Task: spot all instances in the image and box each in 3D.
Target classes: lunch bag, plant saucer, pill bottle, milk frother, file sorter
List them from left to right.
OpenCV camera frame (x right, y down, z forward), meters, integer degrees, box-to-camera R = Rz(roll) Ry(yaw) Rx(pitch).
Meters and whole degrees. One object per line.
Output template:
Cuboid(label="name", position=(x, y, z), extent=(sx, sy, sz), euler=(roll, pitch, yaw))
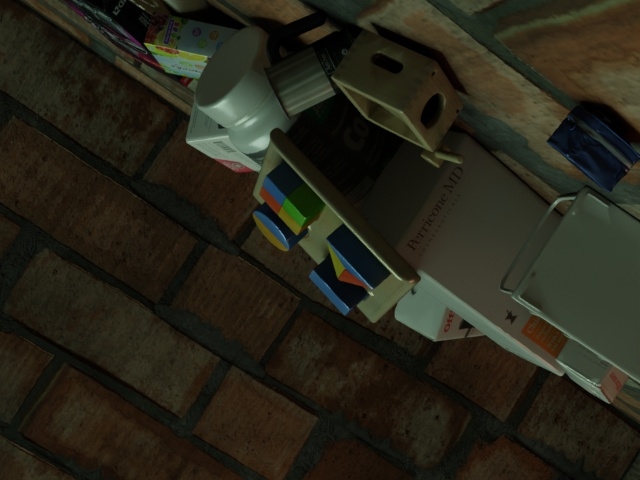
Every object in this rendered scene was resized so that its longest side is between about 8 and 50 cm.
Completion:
Cuboid(label="plant saucer", position=(-0.331, -0.481, 1.883), extent=(0.311, 0.050, 0.310), euler=(32, 177, 2))
Cuboid(label="pill bottle", position=(-0.032, -0.201, 1.763), extent=(0.361, 0.204, 0.204), euler=(35, 176, -32))
Cuboid(label="milk frother", position=(-0.005, -0.247, 1.466), extent=(0.143, 0.135, 0.129), euler=(53, -167, -66))
Cuboid(label="lunch bag", position=(0.312, -0.110, 1.143), extent=(0.098, 0.065, 0.067), euler=(34, -168, -28))
Cuboid(label="file sorter", position=(0.438, 0.076, 1.522), extent=(0.278, 0.192, 0.173), euler=(33, 179, -4))

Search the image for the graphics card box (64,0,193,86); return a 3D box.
Cuboid(label="graphics card box", position=(-0.436, -0.494, 2.226), extent=(0.233, 0.094, 0.371), euler=(32, 175, 26))

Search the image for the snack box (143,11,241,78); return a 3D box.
Cuboid(label="snack box", position=(-0.207, -0.351, 1.886), extent=(0.207, 0.070, 0.174), euler=(14, 174, 5))

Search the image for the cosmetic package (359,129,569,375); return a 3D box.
Cuboid(label="cosmetic package", position=(0.292, 0.021, 1.723), extent=(0.453, 0.230, 0.161), euler=(34, 175, -29))

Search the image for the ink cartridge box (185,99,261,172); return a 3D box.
Cuboid(label="ink cartridge box", position=(-0.120, -0.217, 1.999), extent=(0.237, 0.100, 0.172), euler=(-2, 160, 36))

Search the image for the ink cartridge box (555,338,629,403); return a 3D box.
Cuboid(label="ink cartridge box", position=(0.508, 0.156, 1.708), extent=(0.092, 0.218, 0.158), euler=(31, 175, 30))

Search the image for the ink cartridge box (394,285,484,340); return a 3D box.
Cuboid(label="ink cartridge box", position=(0.297, 0.086, 2.025), extent=(0.273, 0.197, 0.114), euler=(0, -158, -46))

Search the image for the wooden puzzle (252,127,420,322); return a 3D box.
Cuboid(label="wooden puzzle", position=(0.000, 0.000, 1.651), extent=(0.322, 0.080, 0.348), euler=(46, 166, 6))

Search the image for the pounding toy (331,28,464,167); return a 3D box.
Cuboid(label="pounding toy", position=(0.145, -0.182, 1.378), extent=(0.181, 0.094, 0.206), euler=(31, 176, 32))
